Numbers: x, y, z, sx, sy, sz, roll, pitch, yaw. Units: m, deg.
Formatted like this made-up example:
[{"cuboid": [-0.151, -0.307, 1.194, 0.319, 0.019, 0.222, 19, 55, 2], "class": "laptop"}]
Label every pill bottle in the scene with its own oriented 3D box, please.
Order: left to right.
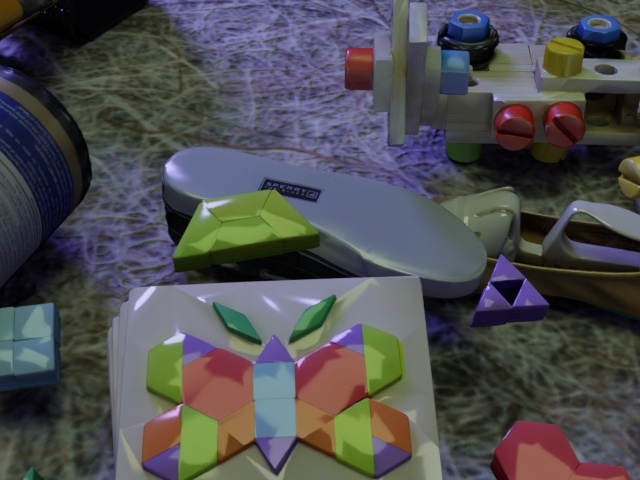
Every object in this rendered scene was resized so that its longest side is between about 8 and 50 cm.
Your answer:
[{"cuboid": [-0.243, -0.003, 0.660, 0.123, 0.123, 0.219, 18, 45, 16], "class": "pill bottle"}]

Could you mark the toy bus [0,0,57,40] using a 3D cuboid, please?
[{"cuboid": [-0.290, -0.168, 0.775, 0.130, 0.108, 0.333, -28, 16, 16], "class": "toy bus"}]

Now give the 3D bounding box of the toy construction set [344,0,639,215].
[{"cuboid": [0.170, -0.091, 0.805, 0.327, 0.151, 0.215, 13, 37, -7], "class": "toy construction set"}]

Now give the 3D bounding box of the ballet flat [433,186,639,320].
[{"cuboid": [0.145, -0.002, 0.740, 0.232, 0.073, 0.080, 9, 41, 6], "class": "ballet flat"}]

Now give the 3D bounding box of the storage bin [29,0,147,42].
[{"cuboid": [-0.212, -0.279, 0.957, 0.084, 0.180, 0.122, 23, 43, 19], "class": "storage bin"}]

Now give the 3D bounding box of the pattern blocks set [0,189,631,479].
[{"cuboid": [-0.023, 0.087, 0.595, 0.325, 0.026, 0.285, -15, 56, -9], "class": "pattern blocks set"}]

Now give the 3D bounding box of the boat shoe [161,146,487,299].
[{"cuboid": [0.000, 0.000, 0.724, 0.219, 0.070, 0.078, 18, 42, 15], "class": "boat shoe"}]
